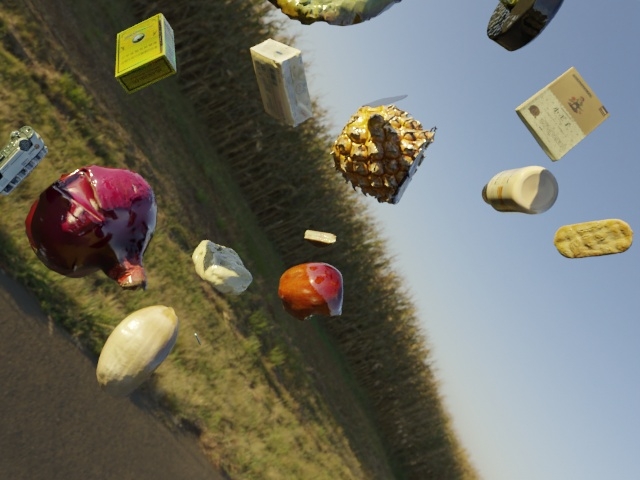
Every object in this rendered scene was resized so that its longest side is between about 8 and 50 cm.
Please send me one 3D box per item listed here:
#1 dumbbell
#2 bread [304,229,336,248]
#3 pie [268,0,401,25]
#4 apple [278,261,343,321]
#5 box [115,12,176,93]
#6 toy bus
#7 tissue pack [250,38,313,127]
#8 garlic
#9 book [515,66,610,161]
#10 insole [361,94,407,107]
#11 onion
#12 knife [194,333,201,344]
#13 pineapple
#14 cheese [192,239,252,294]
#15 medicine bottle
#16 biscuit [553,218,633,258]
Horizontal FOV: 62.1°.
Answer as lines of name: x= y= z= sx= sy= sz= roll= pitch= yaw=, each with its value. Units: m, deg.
dumbbell: x=0.387 y=-0.611 z=1.238 sx=0.323 sy=0.203 sz=0.203 roll=27 pitch=12 yaw=-15
bread: x=0.000 y=0.000 z=1.835 sx=0.062 sy=0.109 sz=0.043 roll=87 pitch=14 yaw=-59
pie: x=0.034 y=-0.507 z=0.987 sx=0.102 sy=0.289 sz=0.354 roll=96 pitch=20 yaw=-50
apple: x=-0.023 y=0.123 z=1.311 sx=0.156 sy=0.158 sz=0.147 roll=-81 pitch=173 yaw=-55
box: x=-0.454 y=-0.488 z=1.380 sx=0.064 sy=0.141 sz=0.220 roll=59 pitch=11 yaw=-48
toy bus: x=-0.811 y=-0.210 z=1.410 sx=0.087 sy=0.194 sz=0.089 roll=31 pitch=-13 yaw=39
tissue pack: x=-0.104 y=-0.427 z=1.446 sx=0.148 sy=0.092 sz=0.196 roll=37 pitch=-30 yaw=39
garlic: x=-0.509 y=0.337 z=1.460 sx=0.151 sy=0.338 sz=0.196 roll=34 pitch=11 yaw=8
book: x=0.518 y=-0.271 z=1.132 sx=0.138 sy=0.199 sz=0.016 roll=53 pitch=-21 yaw=1
insole: x=0.186 y=-0.411 z=1.576 sx=0.322 sy=0.109 sz=0.007 roll=-122 pitch=-168 yaw=-75
onion: x=-0.647 y=-0.006 z=1.639 sx=0.420 sy=0.398 sz=0.398 roll=45 pitch=-1 yaw=7
knife: x=-0.408 y=0.330 z=1.769 sx=0.014 sy=0.005 sz=0.091 roll=44 pitch=-23 yaw=25
pineapple: x=0.215 y=-0.313 z=1.871 sx=0.300 sy=0.352 sz=0.352 roll=36 pitch=-4 yaw=10
cheese: x=-0.306 y=0.082 z=1.649 sx=0.159 sy=0.093 sz=0.263 roll=26 pitch=8 yaw=-26
medicine bottle: x=0.478 y=-0.120 z=1.320 sx=0.114 sy=0.114 sz=0.252 roll=64 pitch=-2 yaw=-5
biscuit: x=0.544 y=-0.002 z=1.064 sx=0.018 sy=0.147 sz=0.071 roll=-10 pitch=90 yaw=-49
